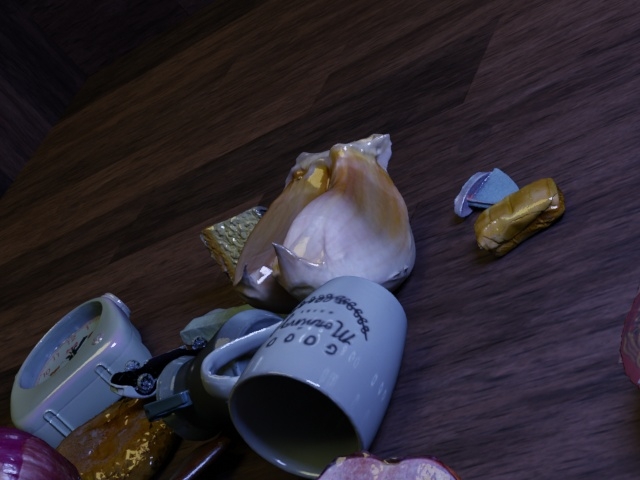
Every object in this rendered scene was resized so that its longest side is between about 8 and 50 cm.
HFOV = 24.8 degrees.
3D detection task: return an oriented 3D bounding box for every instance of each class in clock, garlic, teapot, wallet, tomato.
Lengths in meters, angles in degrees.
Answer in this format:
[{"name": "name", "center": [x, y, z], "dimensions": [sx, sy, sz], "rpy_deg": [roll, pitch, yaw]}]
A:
[{"name": "clock", "center": [-0.434, 0.221, 2.633], "dimensions": [0.265, 0.108, 0.324], "rpy_deg": [-42, 21, 6]}, {"name": "garlic", "center": [0.000, 0.000, 2.138], "dimensions": [0.286, 0.249, 0.313], "rpy_deg": [2, 45, 17]}, {"name": "teapot", "center": [-0.137, 0.206, 2.075], "dimensions": [0.203, 0.171, 0.225], "rpy_deg": [-14, -9, -41]}, {"name": "wallet", "center": [-0.232, 0.376, 2.051], "dimensions": [0.255, 0.031, 0.137], "rpy_deg": [-43, 3, -31]}, {"name": "tomato", "center": [0.075, 0.337, 1.569], "dimensions": [0.228, 0.112, 0.199], "rpy_deg": [1, 59, 40]}]

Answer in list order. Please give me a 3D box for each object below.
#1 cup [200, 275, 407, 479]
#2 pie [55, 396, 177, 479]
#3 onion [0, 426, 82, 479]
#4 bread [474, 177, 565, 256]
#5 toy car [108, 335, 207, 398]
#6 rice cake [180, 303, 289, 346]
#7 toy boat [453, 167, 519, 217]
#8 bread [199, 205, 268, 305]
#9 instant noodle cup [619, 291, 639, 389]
[{"name": "cup", "center": [-0.022, 0.161, 1.904], "dimensions": [0.258, 0.186, 0.234], "rpy_deg": [8, 41, 22]}, {"name": "pie", "center": [-0.322, 0.320, 2.318], "dimensions": [0.273, 0.069, 0.273], "rpy_deg": [-25, 27, 14]}, {"name": "onion", "center": [-0.538, 0.406, 2.117], "dimensions": [0.348, 0.385, 0.348], "rpy_deg": [-47, 21, 25]}, {"name": "bread", "center": [0.271, -0.033, 1.976], "dimensions": [0.132, 0.053, 0.074], "rpy_deg": [-31, 25, 23]}, {"name": "toy car", "center": [-0.236, 0.207, 2.309], "dimensions": [0.204, 0.056, 0.095], "rpy_deg": [-20, 19, -18]}, {"name": "rice cake", "center": [-0.113, 0.122, 2.350], "dimensions": [0.290, 0.051, 0.081], "rpy_deg": [-18, 23, 42]}, {"name": "toy boat", "center": [0.257, -0.067, 2.101], "dimensions": [0.122, 0.034, 0.096], "rpy_deg": [7, 54, 51]}, {"name": "bread", "center": [-0.112, 0.020, 2.409], "dimensions": [0.147, 0.152, 0.127], "rpy_deg": [-27, 38, 36]}, {"name": "instant noodle cup", "center": [0.435, 0.080, 1.449], "dimensions": [0.274, 0.091, 0.274], "rpy_deg": [-36, 23, 18]}]
